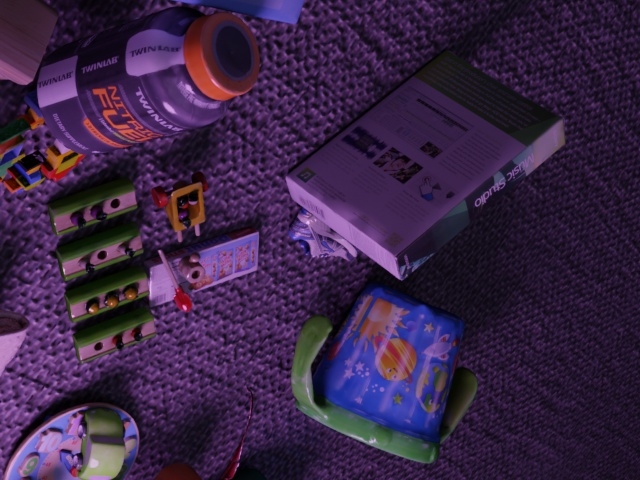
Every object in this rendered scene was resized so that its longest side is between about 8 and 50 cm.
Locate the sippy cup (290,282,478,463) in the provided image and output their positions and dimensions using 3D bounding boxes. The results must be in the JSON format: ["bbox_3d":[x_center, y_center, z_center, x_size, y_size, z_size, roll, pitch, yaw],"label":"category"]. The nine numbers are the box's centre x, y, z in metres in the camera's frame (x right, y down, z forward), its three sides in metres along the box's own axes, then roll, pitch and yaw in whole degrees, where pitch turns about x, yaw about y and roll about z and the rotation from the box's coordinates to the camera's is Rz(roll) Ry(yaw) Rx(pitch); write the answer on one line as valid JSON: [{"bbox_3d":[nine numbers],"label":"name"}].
[{"bbox_3d":[0.107,0.192,2.094,0.224,0.240,0.305,-68,164,0],"label":"sippy cup"}]

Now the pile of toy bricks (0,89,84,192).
[{"bbox_3d":[-0.367,-0.088,1.539,0.212,0.118,0.105,-34,167,-45],"label":"pile of toy bricks"}]

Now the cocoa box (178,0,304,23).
[{"bbox_3d":[-0.113,-0.434,1.431,0.231,0.228,0.347,3,114,-45],"label":"cocoa box"}]

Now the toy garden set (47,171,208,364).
[{"bbox_3d":[-0.227,0.034,1.752,0.203,0.049,0.244,-21,128,-23],"label":"toy garden set"}]

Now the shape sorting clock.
[{"bbox_3d":[-0.336,0.308,1.868,0.206,0.040,0.206,-24,131,-31],"label":"shape sorting clock"}]

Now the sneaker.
[{"bbox_3d":[0.000,0.000,1.983,0.058,0.052,0.135,-47,133,7],"label":"sneaker"}]

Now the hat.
[{"bbox_3d":[-0.124,0.366,2.126,0.208,0.184,0.173,-26,144,33],"label":"hat"}]

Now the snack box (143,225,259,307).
[{"bbox_3d":[-0.160,0.034,1.864,0.178,0.022,0.064,-19,127,-34],"label":"snack box"}]

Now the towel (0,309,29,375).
[{"bbox_3d":[-0.490,0.161,1.575,0.282,0.049,0.187,-5,143,-43],"label":"towel"}]

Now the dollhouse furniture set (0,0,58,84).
[{"bbox_3d":[-0.312,-0.351,1.137,0.362,0.256,0.394,33,72,-50],"label":"dollhouse furniture set"}]

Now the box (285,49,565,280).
[{"bbox_3d":[0.146,-0.112,1.898,0.322,0.232,0.058,-39,142,-17],"label":"box"}]

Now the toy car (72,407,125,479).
[{"bbox_3d":[-0.295,0.334,1.801,0.239,0.053,0.225,9,86,-30],"label":"toy car"}]

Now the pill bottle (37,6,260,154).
[{"bbox_3d":[-0.180,-0.175,1.472,0.130,0.245,0.130,14,72,-47],"label":"pill bottle"}]

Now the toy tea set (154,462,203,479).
[{"bbox_3d":[-0.309,0.418,1.911,0.336,0.124,0.200,-12,106,-29],"label":"toy tea set"}]
